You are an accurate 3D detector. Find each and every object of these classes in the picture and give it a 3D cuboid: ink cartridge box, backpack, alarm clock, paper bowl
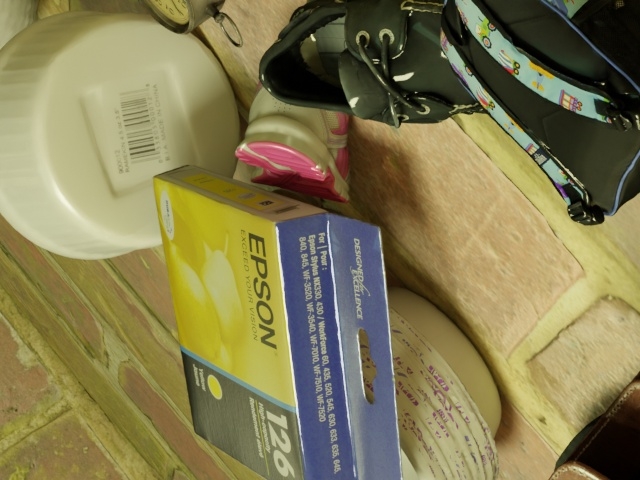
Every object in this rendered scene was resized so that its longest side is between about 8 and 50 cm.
[{"bbox_3d":[-0.045,0.100,1.466,0.307,0.072,0.304,22,124,53],"label":"ink cartridge box"},{"bbox_3d":[0.164,-0.121,0.966,0.173,0.117,0.158,45,159,19],"label":"backpack"},{"bbox_3d":[-0.136,-0.259,1.472,0.192,0.064,0.129,49,160,17],"label":"alarm clock"},{"bbox_3d":[0.079,0.163,1.588,0.284,0.148,0.284,44,158,23],"label":"paper bowl"}]

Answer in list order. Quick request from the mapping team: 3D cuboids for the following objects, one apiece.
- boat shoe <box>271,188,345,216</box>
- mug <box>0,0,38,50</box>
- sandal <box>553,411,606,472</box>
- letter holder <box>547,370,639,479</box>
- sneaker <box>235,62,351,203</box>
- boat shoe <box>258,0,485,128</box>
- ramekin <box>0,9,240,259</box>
[{"bbox_3d":[0.000,0.000,1.629,0.170,0.063,0.059,36,166,41],"label":"boat shoe"},{"bbox_3d":[-0.493,-0.365,1.848,0.328,0.276,0.374,114,147,-62],"label":"mug"},{"bbox_3d":[0.275,0.222,1.287,0.167,0.107,0.446,38,155,17],"label":"sandal"},{"bbox_3d":[0.320,0.212,1.037,0.302,0.152,0.214,40,141,13],"label":"letter holder"},{"bbox_3d":[-0.012,-0.106,1.428,0.103,0.111,0.252,13,173,4],"label":"sneaker"},{"bbox_3d":[0.054,-0.141,1.181,0.340,0.113,0.127,22,144,55],"label":"boat shoe"},{"bbox_3d":[-0.220,-0.116,1.611,0.135,0.277,0.277,2,127,55],"label":"ramekin"}]
